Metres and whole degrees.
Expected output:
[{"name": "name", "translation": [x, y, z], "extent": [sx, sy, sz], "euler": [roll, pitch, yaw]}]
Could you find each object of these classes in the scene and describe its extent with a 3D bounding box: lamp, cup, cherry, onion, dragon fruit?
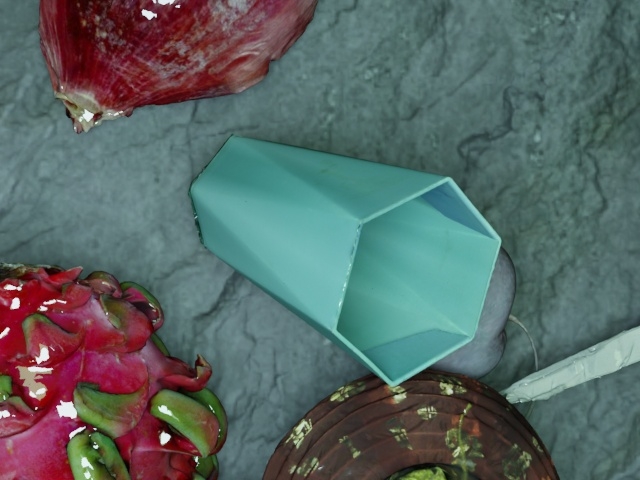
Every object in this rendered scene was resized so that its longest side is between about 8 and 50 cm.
[{"name": "lamp", "translation": [0.068, 0.213, 0.850], "extent": [0.247, 0.247, 0.247], "euler": [1, 85, -7]}, {"name": "cup", "translation": [0.000, 0.000, 0.849], "extent": [0.148, 0.236, 0.134], "euler": [-25, 119, -29]}, {"name": "cherry", "translation": [0.093, 0.081, 0.931], "extent": [0.148, 0.115, 0.188], "euler": [-12, 123, -30]}, {"name": "onion", "translation": [-0.126, -0.212, 0.914], "extent": [0.227, 0.120, 0.283], "euler": [31, 82, 1]}, {"name": "dragon fruit", "translation": [-0.167, 0.123, 0.846], "extent": [0.273, 0.218, 0.198], "euler": [14, 100, -31]}]

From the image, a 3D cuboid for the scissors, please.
[{"name": "scissors", "translation": [0.270, 0.086, 0.956], "extent": [0.300, 0.022, 0.109], "euler": [-17, 88, -23]}]
